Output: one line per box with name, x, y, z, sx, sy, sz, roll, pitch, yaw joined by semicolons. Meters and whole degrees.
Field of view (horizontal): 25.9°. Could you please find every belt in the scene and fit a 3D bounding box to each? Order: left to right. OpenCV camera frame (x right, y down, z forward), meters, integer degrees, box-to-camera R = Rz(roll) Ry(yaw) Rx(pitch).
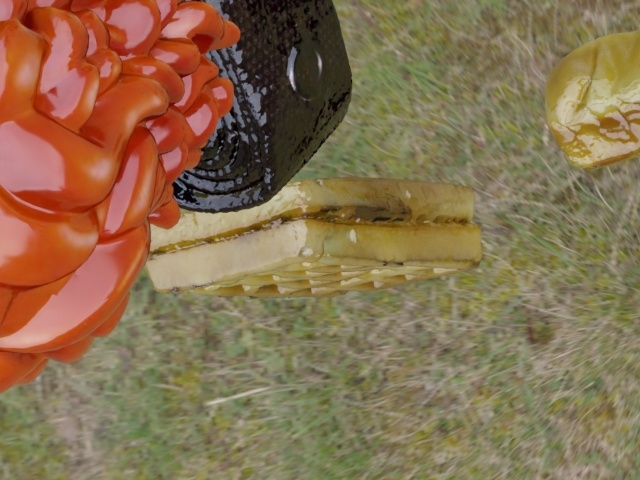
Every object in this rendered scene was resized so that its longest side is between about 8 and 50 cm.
belt;-0.085;-0.172;1.022;0.184;0.164;0.289;8;132;38

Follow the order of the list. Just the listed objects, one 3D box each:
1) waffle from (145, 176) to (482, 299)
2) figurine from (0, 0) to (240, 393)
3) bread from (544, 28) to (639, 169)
waffle;0.000;0.000;1.455;0.224;0.327;0.098;-16;77;38
figurine;-0.224;-0.066;0.698;0.412;0.306;0.241;15;109;45
bread;0.434;-0.204;1.782;0.294;0.167;0.132;-14;128;27
